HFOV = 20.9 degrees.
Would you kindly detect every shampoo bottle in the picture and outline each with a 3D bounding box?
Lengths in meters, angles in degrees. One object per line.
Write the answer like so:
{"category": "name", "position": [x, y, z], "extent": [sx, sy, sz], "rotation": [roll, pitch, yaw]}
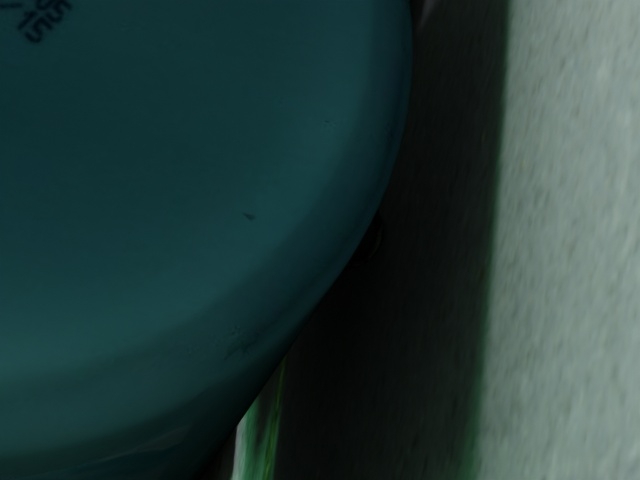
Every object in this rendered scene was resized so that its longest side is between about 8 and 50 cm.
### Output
{"category": "shampoo bottle", "position": [-0.163, -0.025, 0.684], "extent": [0.343, 0.331, 0.331], "rotation": [125, 154, -61]}

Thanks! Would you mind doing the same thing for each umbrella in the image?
{"category": "umbrella", "position": [0.000, -0.002, 0.760], "extent": [0.133, 0.031, 0.036], "rotation": [163, 99, -76]}

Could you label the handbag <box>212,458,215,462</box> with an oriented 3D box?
{"category": "handbag", "position": [-0.150, 0.132, 1.171], "extent": [0.401, 0.133, 0.283], "rotation": [114, 159, -50]}
